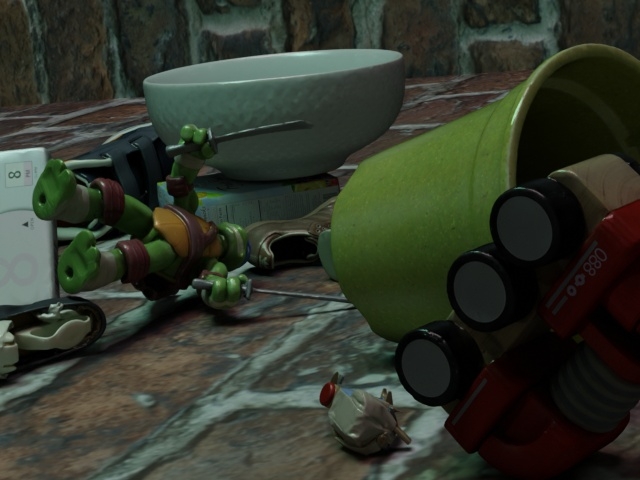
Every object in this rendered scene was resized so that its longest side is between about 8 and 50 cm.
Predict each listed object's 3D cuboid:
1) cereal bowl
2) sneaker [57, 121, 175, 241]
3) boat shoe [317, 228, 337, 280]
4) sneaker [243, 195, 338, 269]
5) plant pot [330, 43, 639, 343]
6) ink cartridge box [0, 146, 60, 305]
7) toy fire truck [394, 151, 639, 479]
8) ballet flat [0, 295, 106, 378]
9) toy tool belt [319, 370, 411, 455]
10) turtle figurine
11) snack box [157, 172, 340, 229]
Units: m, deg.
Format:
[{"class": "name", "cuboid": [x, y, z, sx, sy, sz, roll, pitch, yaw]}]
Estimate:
[{"class": "cereal bowl", "cuboid": [-0.055, -0.161, 2.095, 0.339, 0.141, 0.339, -5, 13, 1]}, {"class": "sneaker", "cuboid": [-0.283, -0.073, 2.196, 0.321, 0.126, 0.127, -26, 16, -30]}, {"class": "boat shoe", "cuboid": [0.087, 0.008, 1.701, 0.081, 0.079, 0.227, -19, 13, -31]}, {"class": "sneaker", "cuboid": [0.000, 0.000, 1.874, 0.188, 0.066, 0.071, -17, 32, -22]}, {"class": "plant pot", "cuboid": [0.156, -0.010, 1.392, 0.276, 0.276, 0.254, -18, 6, -44]}, {"class": "ink cartridge box", "cuboid": [-0.404, 0.003, 1.756, 0.232, 0.189, 0.066, -5, -22, -5]}, {"class": "toy fire truck", "cuboid": [0.212, 0.088, 1.094, 0.158, 0.217, 0.246, -19, 59, -47]}, {"class": "ballet flat", "cuboid": [-0.289, 0.094, 1.529, 0.203, 0.074, 0.074, -13, 13, -39]}, {"class": "toy tool belt", "cuboid": [0.035, 0.134, 1.224, 0.051, 0.052, 0.083, 23, 4, -23]}, {"class": "turtle figurine", "cuboid": [-0.136, -0.029, 1.652, 0.266, 0.197, 0.275, 1, -1, -44]}, {"class": "snack box", "cuboid": [-0.095, -0.049, 2.100, 0.207, 0.070, 0.174, -11, 13, -15]}]
